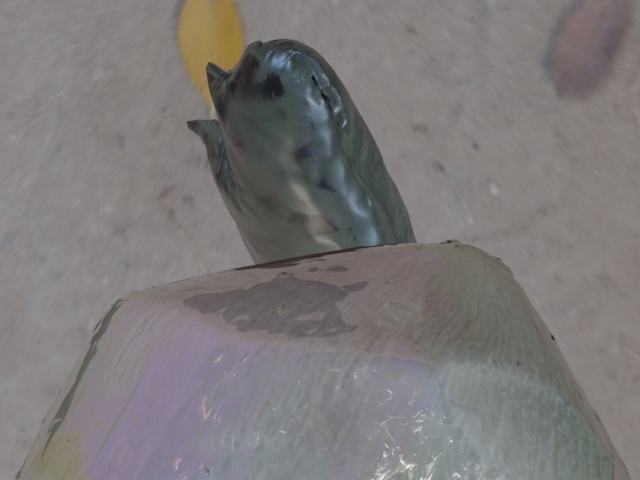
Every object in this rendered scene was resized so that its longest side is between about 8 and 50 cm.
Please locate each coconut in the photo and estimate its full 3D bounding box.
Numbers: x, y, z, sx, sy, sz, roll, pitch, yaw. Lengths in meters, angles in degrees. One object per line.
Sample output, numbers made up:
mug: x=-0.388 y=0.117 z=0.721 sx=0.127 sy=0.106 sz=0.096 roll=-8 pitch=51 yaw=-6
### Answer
coconut: x=-0.002 y=0.080 z=0.490 sx=0.171 sy=0.171 sz=0.183 roll=29 pitch=66 yaw=-6

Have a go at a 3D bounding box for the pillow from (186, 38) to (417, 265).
pillow: x=0.000 y=0.001 z=0.801 sx=0.051 sy=0.093 sz=0.241 roll=-51 pitch=139 yaw=-22
